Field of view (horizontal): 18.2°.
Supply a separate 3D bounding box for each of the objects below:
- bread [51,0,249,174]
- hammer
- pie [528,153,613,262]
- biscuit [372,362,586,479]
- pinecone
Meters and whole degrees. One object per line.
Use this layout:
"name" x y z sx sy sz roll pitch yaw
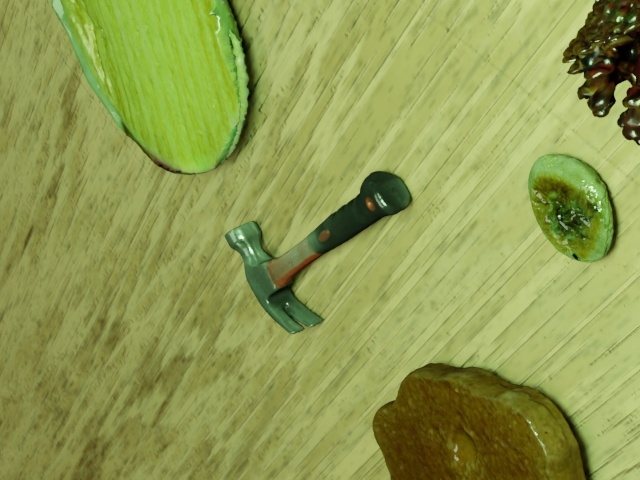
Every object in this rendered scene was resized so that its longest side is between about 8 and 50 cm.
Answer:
"bread" -0.150 -0.198 1.752 0.301 0.045 0.301 40 146 35
"hammer" 0.001 0.000 1.663 0.111 0.033 0.287 63 153 6
"pie" 0.170 -0.020 1.358 0.084 0.021 0.084 42 146 38
"biscuit" 0.139 0.218 1.583 0.273 0.049 0.257 -5 105 60
"pinecone" 0.196 -0.106 1.175 0.102 0.102 0.109 29 164 48
